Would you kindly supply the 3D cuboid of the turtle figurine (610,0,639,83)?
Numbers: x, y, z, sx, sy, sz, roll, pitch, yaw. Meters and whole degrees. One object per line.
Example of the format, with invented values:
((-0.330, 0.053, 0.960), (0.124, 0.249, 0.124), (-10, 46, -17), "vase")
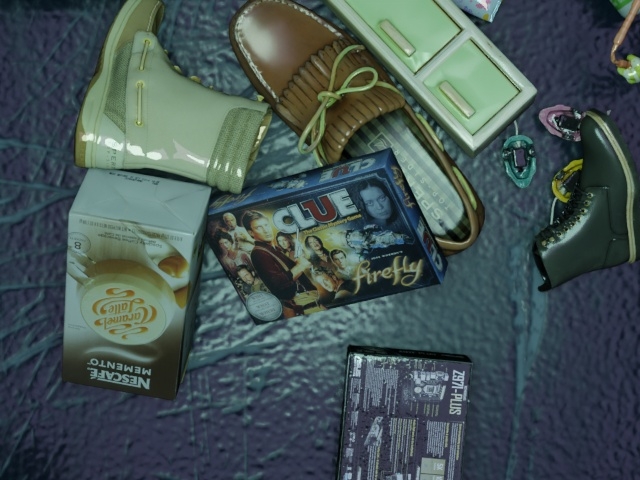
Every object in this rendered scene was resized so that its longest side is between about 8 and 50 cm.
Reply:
((0.458, -0.226, 1.642), (0.269, 0.217, 0.087), (-37, 51, -5), "turtle figurine")

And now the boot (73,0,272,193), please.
((-0.152, -0.168, 1.646), (0.203, 0.095, 0.262), (11, 48, 0), "boot")

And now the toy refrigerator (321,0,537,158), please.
((0.120, -0.229, 1.679), (0.102, 0.094, 0.269), (-42, 84, 1), "toy refrigerator")

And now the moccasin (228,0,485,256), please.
((0.040, -0.131, 1.672), (0.139, 0.147, 0.380), (-38, 92, 1), "moccasin")

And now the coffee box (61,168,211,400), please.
((-0.209, 0.051, 1.642), (0.141, 0.098, 0.246), (10, 127, 1), "coffee box")

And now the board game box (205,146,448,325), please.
((0.000, 0.000, 1.648), (0.243, 0.042, 0.165), (-15, 120, 26), "board game box")

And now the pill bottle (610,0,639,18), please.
((0.331, -0.390, 1.670), (0.136, 0.136, 0.245), (-38, 91, 1), "pill bottle")

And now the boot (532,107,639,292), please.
((0.296, -0.040, 1.680), (0.137, 0.077, 0.198), (-22, 112, -7), "boot")

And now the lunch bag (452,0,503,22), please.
((0.190, -0.307, 1.715), (0.071, 0.053, 0.083), (25, 101, 1), "lunch bag")

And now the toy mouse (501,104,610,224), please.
((0.267, -0.113, 1.731), (0.143, 0.031, 0.161), (39, 91, -2), "toy mouse")

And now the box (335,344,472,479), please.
((0.097, 0.221, 1.718), (0.147, 0.077, 0.180), (4, 92, 0), "box")
